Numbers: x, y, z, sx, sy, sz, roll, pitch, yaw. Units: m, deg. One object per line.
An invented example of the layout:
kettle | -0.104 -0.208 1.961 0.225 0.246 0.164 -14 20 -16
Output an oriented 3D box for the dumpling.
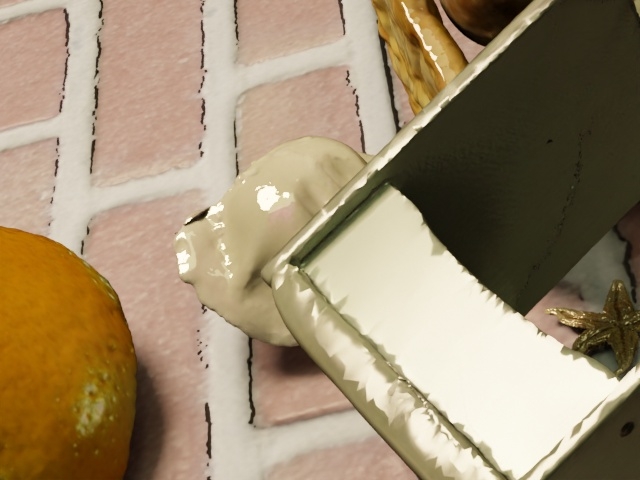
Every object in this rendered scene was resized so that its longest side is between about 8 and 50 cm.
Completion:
dumpling | 0.000 0.000 1.142 0.188 0.108 0.127 -27 58 -36

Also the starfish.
starfish | 0.178 0.052 1.058 0.086 0.016 0.092 -14 32 10

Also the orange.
orange | -0.277 0.105 1.091 0.334 0.196 0.263 -14 51 -4

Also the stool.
stool | 0.152 0.028 0.914 0.269 0.170 0.243 -44 40 0

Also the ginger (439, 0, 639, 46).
ginger | 0.256 -0.138 1.102 0.375 0.256 0.176 1 54 4

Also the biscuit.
biscuit | 0.074 -0.092 1.115 0.041 0.203 0.260 -18 21 -3
